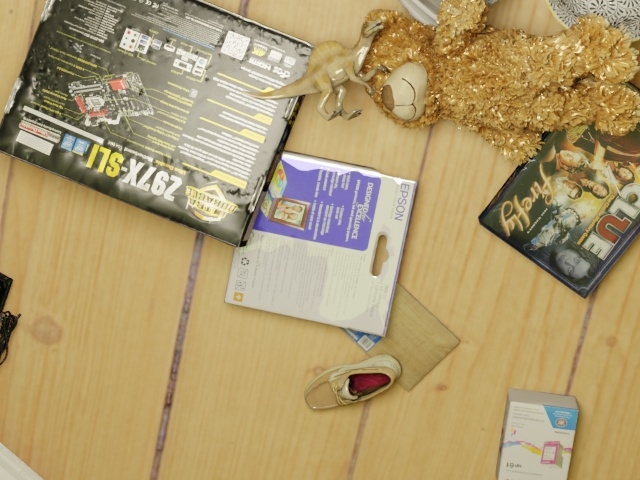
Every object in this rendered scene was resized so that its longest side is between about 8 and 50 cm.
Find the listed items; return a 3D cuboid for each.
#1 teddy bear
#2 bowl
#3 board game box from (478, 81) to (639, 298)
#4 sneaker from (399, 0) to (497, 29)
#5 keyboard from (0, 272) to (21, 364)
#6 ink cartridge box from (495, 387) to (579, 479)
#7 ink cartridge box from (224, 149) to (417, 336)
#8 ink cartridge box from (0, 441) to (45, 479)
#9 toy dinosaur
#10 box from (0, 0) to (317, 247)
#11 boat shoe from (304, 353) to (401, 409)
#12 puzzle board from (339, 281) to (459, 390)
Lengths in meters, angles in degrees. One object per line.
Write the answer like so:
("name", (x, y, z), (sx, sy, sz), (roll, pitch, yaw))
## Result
("teddy bear", (0.200, -0.180, 1.612), (0.338, 0.245, 0.113), (13, 63, 6))
("bowl", (0.335, -0.315, 1.636), (0.170, 0.080, 0.170), (1, 105, 4))
("board game box", (0.330, -0.072, 1.718), (0.165, 0.042, 0.243), (35, 104, -5))
("sneaker", (0.095, -0.344, 1.589), (0.281, 0.115, 0.105), (30, 62, -29))
("keyboard", (-0.440, 0.126, 1.837), (0.100, 0.038, 0.192), (29, 107, 20))
("ink cartridge box", (0.275, 0.258, 1.803), (0.088, 0.052, 0.122), (7, 106, 2))
("ink cartridge box", (0.000, 0.000, 1.757), (0.208, 0.045, 0.206), (12, 103, 3))
("ink cartridge box", (-0.517, 0.312, 1.869), (0.275, 0.060, 0.239), (42, 102, -6))
("toy dinosaur", (0.009, -0.182, 1.624), (0.183, 0.053, 0.092), (-30, 74, 14))
("box", (-0.194, -0.168, 1.683), (0.322, 0.079, 0.257), (21, 95, 1))
("boat shoe", (0.037, 0.184, 1.799), (0.135, 0.045, 0.050), (-26, 103, 19))
("puzzle board", (0.099, 0.116, 1.800), (0.128, 0.011, 0.096), (43, 104, -7))
